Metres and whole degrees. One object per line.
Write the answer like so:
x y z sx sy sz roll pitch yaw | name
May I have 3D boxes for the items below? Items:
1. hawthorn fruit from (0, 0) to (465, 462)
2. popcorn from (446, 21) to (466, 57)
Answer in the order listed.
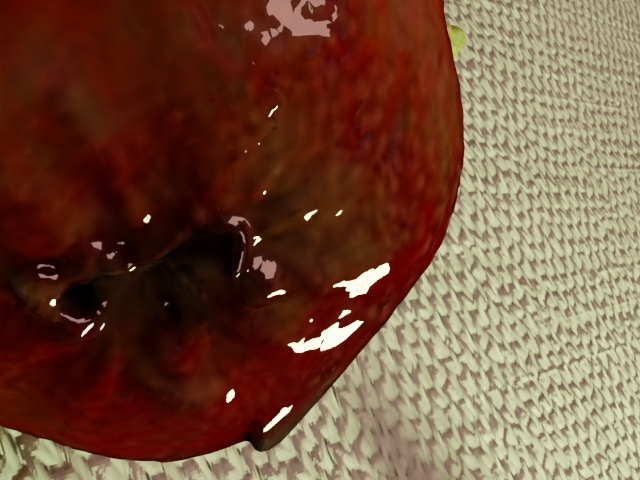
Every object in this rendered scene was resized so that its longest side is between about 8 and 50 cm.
-0.078 -0.075 0.680 0.265 0.265 0.307 50 21 -35 | hawthorn fruit
0.004 -0.114 1.056 0.135 0.162 0.141 159 -64 -79 | popcorn
